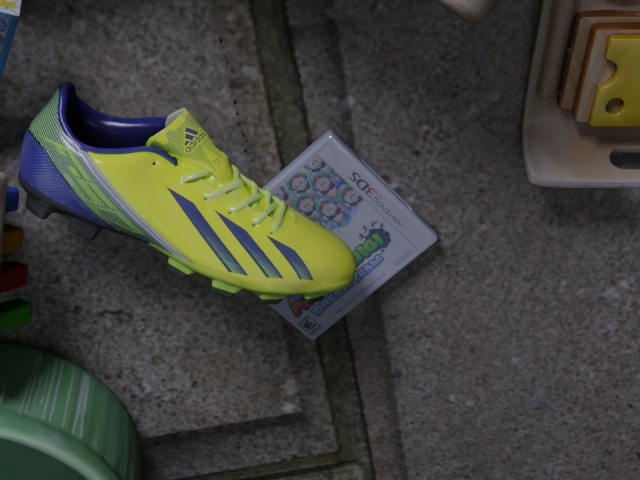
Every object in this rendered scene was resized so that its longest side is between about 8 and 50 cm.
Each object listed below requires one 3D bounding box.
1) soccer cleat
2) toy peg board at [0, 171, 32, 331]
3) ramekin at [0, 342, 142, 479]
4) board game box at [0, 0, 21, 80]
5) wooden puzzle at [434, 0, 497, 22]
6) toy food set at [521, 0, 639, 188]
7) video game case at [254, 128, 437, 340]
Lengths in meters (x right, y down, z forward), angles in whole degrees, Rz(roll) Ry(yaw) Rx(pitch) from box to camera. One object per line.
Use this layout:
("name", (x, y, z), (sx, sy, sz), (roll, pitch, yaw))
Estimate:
("soccer cleat", (-0.098, -0.037, 0.776), (0.289, 0.093, 0.121), (20, 108, -7))
("toy peg board", (-0.308, 0.002, 0.789), (0.161, 0.079, 0.160), (15, 106, 21))
("ramekin", (-0.309, 0.241, 0.897), (0.304, 0.148, 0.303), (-2, 120, -3))
("board game box", (-0.285, -0.138, 0.704), (0.103, 0.026, 0.154), (11, 148, -24))
("wooden puzzle", (0.032, -0.346, 0.554), (0.348, 0.080, 0.322), (26, 85, -19))
("toy food set", (0.284, -0.169, 0.720), (0.220, 0.092, 0.306), (0, 129, -3))
("video game case", (0.000, 0.000, 0.857), (0.157, 0.019, 0.143), (-40, 114, 18))
